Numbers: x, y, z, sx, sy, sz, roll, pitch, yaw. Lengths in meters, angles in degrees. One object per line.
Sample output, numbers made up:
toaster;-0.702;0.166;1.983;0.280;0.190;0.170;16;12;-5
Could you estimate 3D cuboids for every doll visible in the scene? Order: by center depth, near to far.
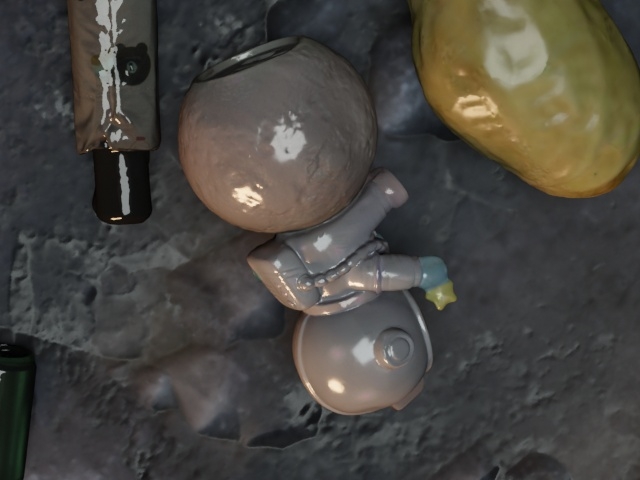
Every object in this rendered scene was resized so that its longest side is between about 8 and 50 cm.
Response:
doll;0.000;0.000;1.431;0.151;0.151;0.287;-23;106;-4

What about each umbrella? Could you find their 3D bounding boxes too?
umbrella;-0.147;-0.178;1.408;0.067;0.073;0.337;0;102;11

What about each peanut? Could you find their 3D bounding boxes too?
peanut;0.123;-0.163;1.417;0.147;0.147;0.319;-32;106;-1

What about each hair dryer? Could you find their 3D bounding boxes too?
hair dryer;-0.309;0.120;1.456;0.198;0.057;0.100;6;98;-4
